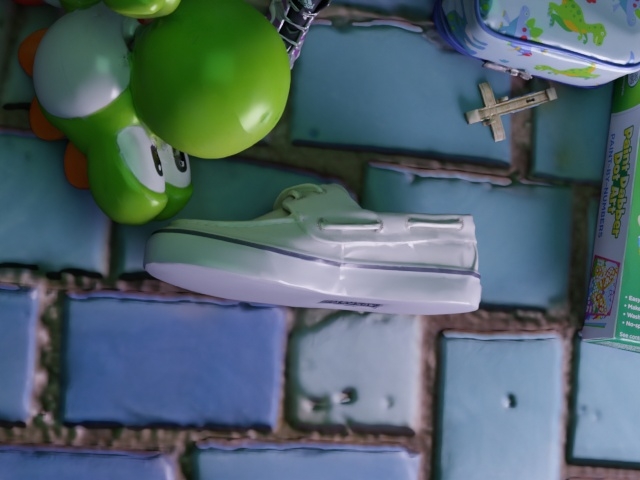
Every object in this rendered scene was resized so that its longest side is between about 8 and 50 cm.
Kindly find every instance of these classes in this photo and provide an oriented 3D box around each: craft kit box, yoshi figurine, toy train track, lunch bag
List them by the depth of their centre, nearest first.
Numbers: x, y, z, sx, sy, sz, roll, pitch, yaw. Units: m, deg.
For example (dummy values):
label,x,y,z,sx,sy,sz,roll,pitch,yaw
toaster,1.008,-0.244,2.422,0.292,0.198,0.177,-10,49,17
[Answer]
label,x,y,z,sx,sy,sz,roll,pitch,yaw
yoshi figurine,-0.121,-0.197,1.110,0.203,0.203,0.362,-17,94,-28
lunch bag,0.190,-0.236,1.285,0.176,0.090,0.219,11,80,-19
toy train track,0.154,-0.108,1.298,0.083,0.014,0.048,-17,91,-22
craft kit box,0.349,-0.016,1.344,0.249,0.061,0.247,12,78,-20

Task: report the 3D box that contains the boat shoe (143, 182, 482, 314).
label,x,y,z,sx,sy,sz,roll,pitch,yaw
boat shoe,0.000,0.000,1.186,0.267,0.096,0.088,6,78,-22

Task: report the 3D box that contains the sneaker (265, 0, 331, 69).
label,x,y,z,sx,sy,sz,roll,pitch,yaw
sneaker,-0.017,-0.169,1.208,0.038,0.069,0.098,20,78,-18
